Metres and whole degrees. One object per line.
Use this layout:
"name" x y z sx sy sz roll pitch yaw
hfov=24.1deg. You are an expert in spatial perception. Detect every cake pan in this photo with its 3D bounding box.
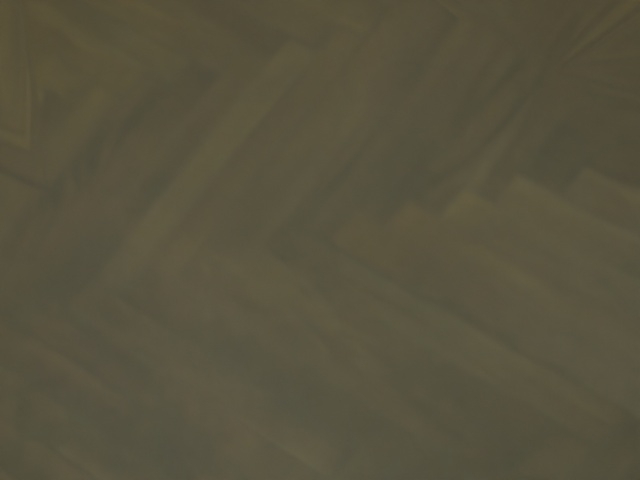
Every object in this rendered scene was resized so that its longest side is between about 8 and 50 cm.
"cake pan" 0.000 0.000 0.319 0.293 0.054 0.293 1 -84 8
